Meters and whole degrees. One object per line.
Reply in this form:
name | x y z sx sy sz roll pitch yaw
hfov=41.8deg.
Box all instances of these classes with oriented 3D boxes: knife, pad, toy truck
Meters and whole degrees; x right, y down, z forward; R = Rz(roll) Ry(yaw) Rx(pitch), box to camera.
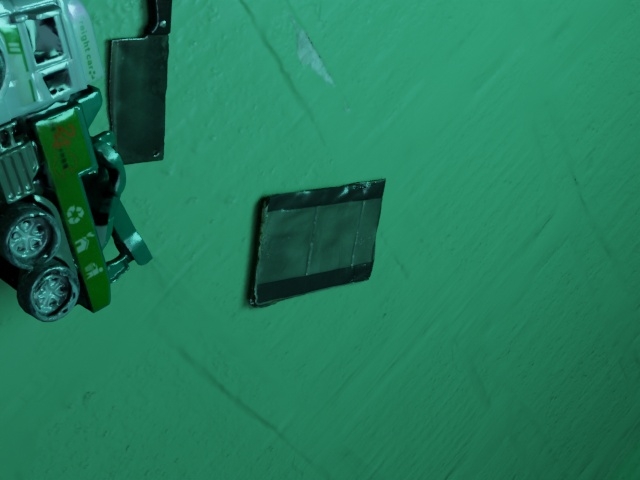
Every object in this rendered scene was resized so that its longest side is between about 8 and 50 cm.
knife | -0.199 -0.199 0.930 0.072 0.019 0.245 -12 122 -36
pad | 0.000 0.000 1.215 0.233 0.022 0.174 -13 119 -38
toy truck | -0.286 -0.080 0.822 0.178 0.177 0.363 -37 133 -33
